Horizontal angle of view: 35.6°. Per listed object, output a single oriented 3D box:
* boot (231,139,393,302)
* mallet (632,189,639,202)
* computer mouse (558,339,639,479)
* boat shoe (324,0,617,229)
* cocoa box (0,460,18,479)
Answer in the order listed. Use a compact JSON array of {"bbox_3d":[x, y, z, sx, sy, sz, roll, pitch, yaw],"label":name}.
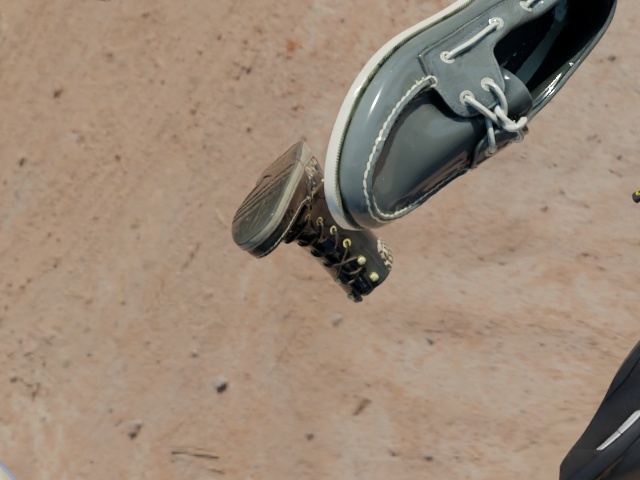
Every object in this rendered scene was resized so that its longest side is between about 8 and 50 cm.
[{"bbox_3d":[0.001,-0.001,1.076,0.085,0.236,0.178,-36,104,20],"label":"boot"},{"bbox_3d":[0.507,-0.110,1.361,0.190,0.039,0.062,-31,35,46],"label":"mallet"},{"bbox_3d":[0.268,0.188,0.791,0.262,0.184,0.060,-56,34,11],"label":"computer mouse"},{"bbox_3d":[0.124,-0.122,0.787,0.099,0.116,0.319,15,51,43],"label":"boat shoe"},{"bbox_3d":[-0.286,0.187,0.435,0.228,0.347,0.231,-40,98,-1],"label":"cocoa box"}]
